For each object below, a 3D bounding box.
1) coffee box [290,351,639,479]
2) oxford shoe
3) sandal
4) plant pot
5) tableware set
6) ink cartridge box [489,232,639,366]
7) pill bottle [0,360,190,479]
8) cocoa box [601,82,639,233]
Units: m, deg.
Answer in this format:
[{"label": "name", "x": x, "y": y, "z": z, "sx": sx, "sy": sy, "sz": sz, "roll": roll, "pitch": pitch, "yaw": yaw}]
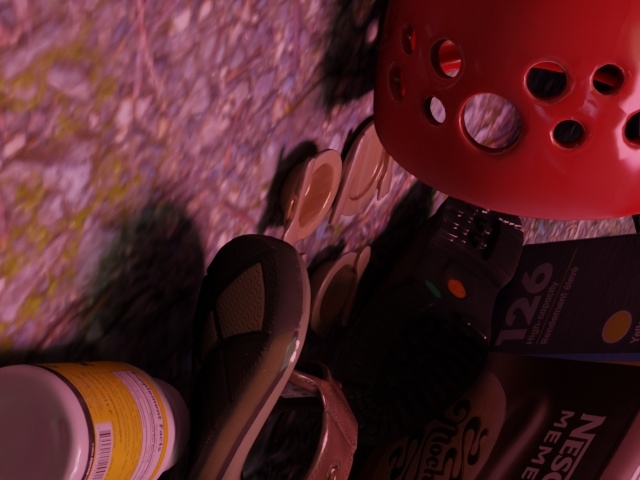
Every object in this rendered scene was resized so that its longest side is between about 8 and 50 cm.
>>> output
[{"label": "coffee box", "x": 0.111, "y": 0.167, "z": 0.918, "sx": 0.119, "sy": 0.297, "sz": 0.168, "roll": 44, "pitch": 69, "yaw": -22}, {"label": "oxford shoe", "x": 0.059, "y": 0.061, "z": 0.952, "sx": 0.096, "sy": 0.083, "sz": 0.227, "roll": -43, "pitch": -174, "yaw": 44}, {"label": "sandal", "x": -0.027, "y": 0.107, "z": 0.768, "sx": 0.302, "sy": 0.086, "sz": 0.120, "roll": 98, "pitch": -7, "yaw": -49}, {"label": "plant pot", "x": 0.130, "y": -0.129, "z": 0.783, "sx": 0.191, "sy": 0.191, "sz": 0.174, "roll": -39, "pitch": 145, "yaw": -47}, {"label": "tableware set", "x": 0.000, "y": 0.000, "z": 0.855, "sx": 0.169, "sy": 0.020, "sz": 0.141, "roll": -22, "pitch": 134, "yaw": -60}, {"label": "ink cartridge box", "x": 0.165, "y": 0.139, "z": 1.099, "sx": 0.072, "sy": 0.307, "sz": 0.303, "roll": 33, "pitch": 69, "yaw": -27}, {"label": "pill bottle", "x": -0.105, "y": 0.086, "z": 0.648, "sx": 0.065, "sy": 0.065, "sz": 0.116, "roll": -66, "pitch": 158, "yaw": 5}, {"label": "cocoa box", "x": 0.344, "y": -0.125, "z": 1.117, "sx": 0.347, "sy": 0.231, "sz": 0.228, "roll": 65, "pitch": 15, "yaw": -63}]
